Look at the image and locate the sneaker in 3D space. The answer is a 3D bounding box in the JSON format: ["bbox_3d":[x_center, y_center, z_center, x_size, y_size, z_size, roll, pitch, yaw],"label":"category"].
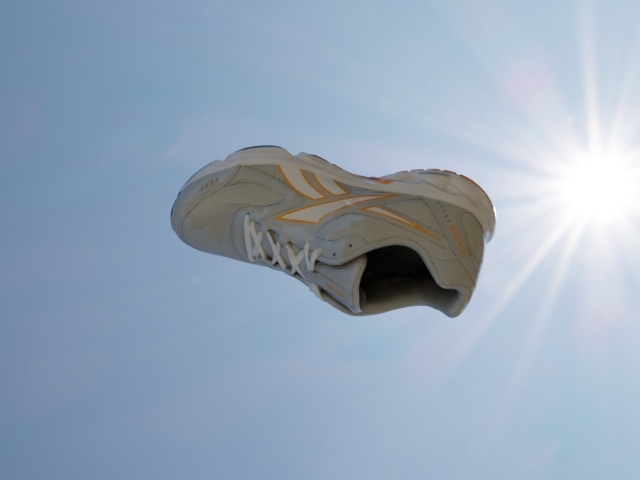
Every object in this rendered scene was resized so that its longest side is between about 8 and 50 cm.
[{"bbox_3d":[0.000,0.000,0.652,0.121,0.262,0.099,-72,-20,-48],"label":"sneaker"}]
